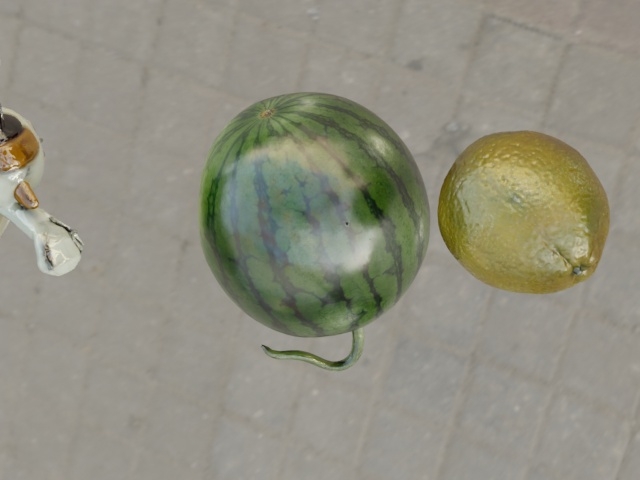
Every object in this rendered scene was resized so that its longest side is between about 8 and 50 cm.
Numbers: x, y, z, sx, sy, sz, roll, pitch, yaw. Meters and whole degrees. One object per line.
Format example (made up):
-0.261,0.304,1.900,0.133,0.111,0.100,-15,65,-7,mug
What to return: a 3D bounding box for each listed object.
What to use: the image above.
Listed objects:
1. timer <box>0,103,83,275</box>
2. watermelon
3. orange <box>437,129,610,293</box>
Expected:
-0.241,-0.047,0.964,0.266,0.175,0.175,1,105,57,timer
0.000,0.000,0.913,0.140,0.141,0.187,-3,129,24,watermelon
0.107,-0.014,0.787,0.095,0.085,0.085,48,119,40,orange
